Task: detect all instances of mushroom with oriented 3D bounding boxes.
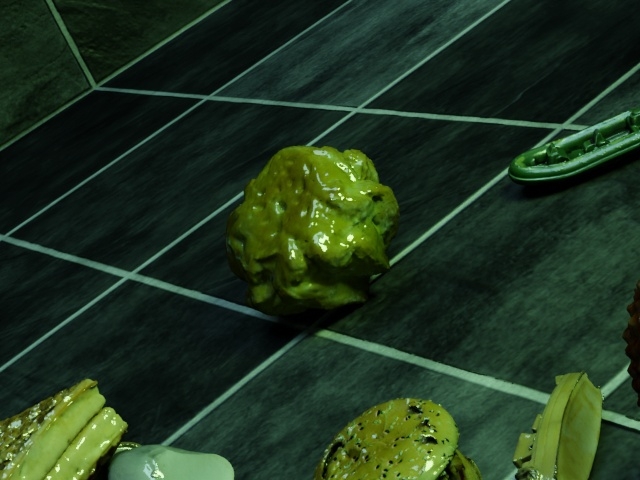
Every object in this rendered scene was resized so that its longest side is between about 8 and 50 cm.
[{"bbox_3d":[-0.194,0.274,1.700,0.116,0.093,0.225,-11,0,-40],"label":"mushroom"}]

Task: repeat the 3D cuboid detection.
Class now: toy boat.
[{"bbox_3d":[0.225,0.200,1.458,0.072,0.064,0.206,-33,15,33],"label":"toy boat"},{"bbox_3d":[0.349,-0.120,2.000,0.210,0.052,0.104,-21,26,9],"label":"toy boat"}]

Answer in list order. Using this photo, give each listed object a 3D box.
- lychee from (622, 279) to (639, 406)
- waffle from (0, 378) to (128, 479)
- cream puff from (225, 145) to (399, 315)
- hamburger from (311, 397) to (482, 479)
[{"bbox_3d":[0.387,0.105,1.269,0.267,0.267,0.267,-21,24,10],"label":"lychee"},{"bbox_3d":[-0.372,0.285,1.738,0.308,0.091,0.213,-27,18,43],"label":"waffle"},{"bbox_3d":[-0.009,-0.010,1.950,0.196,0.244,0.244,-2,13,-26],"label":"cream puff"},{"bbox_3d":[0.070,0.240,1.461,0.177,0.113,0.185,-1,33,42],"label":"hamburger"}]
